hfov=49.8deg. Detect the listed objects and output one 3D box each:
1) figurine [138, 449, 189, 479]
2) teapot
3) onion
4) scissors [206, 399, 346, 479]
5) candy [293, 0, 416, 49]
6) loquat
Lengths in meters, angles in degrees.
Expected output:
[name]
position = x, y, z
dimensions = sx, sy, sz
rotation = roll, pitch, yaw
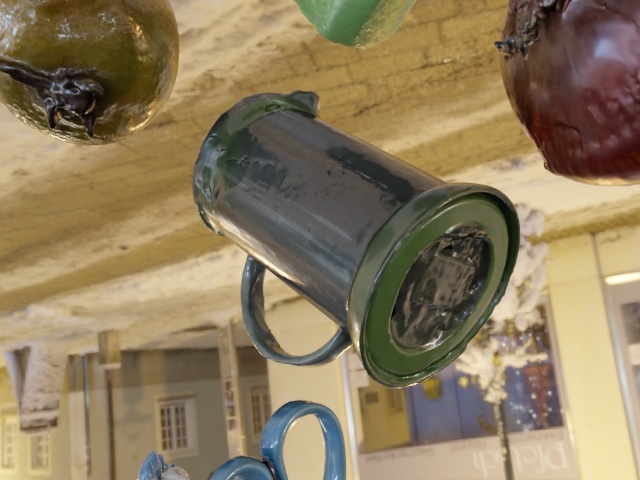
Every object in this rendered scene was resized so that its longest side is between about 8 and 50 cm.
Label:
[figurine]
position = -0.226, 0.356, 1.010
dimensions = 0.079, 0.114, 0.114
rotation = -41, 161, 8
[teapot]
position = 0.000, 0.000, 0.724
dimensions = 0.200, 0.270, 0.337
rotation = 13, -163, -46
[onion]
position = 0.204, -0.159, 0.478
dimensions = 0.164, 0.229, 0.230
rotation = 25, 155, -24
[scissors]
position = -0.003, 0.235, 0.459
dimensions = 0.030, 0.255, 0.125
rotation = 0, -155, 43
[candy]
position = 0.087, -0.320, 0.605
dimensions = 0.142, 0.131, 0.343
rotation = -18, 163, -32
[loquat]
position = -0.271, -0.217, 0.759
dimensions = 0.244, 0.243, 0.244
rotation = -6, 169, -1
